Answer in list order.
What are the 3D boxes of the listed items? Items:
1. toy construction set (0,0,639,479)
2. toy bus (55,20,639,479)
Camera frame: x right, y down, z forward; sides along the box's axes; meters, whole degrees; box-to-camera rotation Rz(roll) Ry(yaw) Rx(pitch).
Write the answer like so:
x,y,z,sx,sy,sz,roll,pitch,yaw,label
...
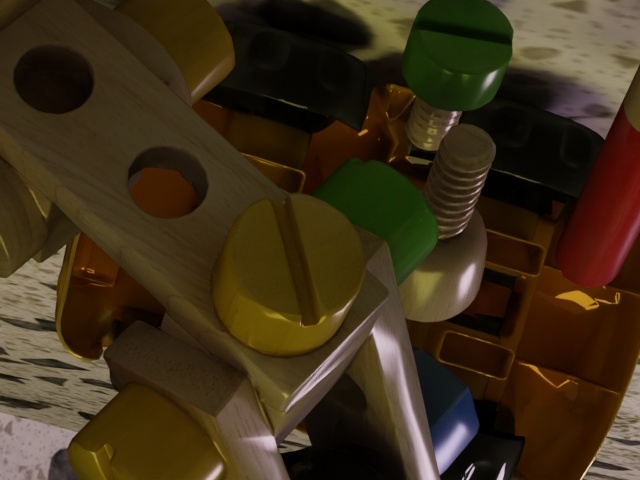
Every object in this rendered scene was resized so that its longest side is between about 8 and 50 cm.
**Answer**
x,y,z,sx,sy,sz,roll,pitch,yaw,label
-0.025,-0.029,0.506,0.309,0.257,0.237,-17,152,-21,toy construction set
0.000,0.000,0.772,0.220,0.149,0.211,17,-177,-15,toy bus
